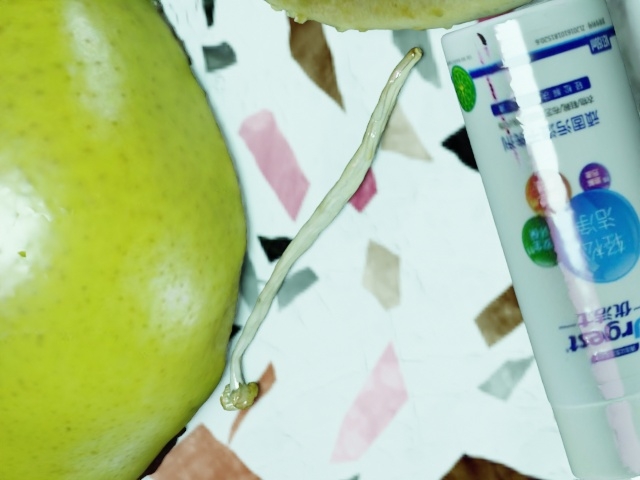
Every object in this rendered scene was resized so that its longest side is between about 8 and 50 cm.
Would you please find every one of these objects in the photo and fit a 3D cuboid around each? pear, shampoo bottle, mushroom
[{"bbox_3d":[-0.233,0.013,1.169,0.340,0.191,0.386,10,109,29],"label":"pear"},{"bbox_3d":[0.148,0.023,0.971,0.092,0.092,0.303,-13,95,33],"label":"shampoo bottle"},{"bbox_3d":[-0.005,-0.003,1.131,0.028,0.026,0.286,28,117,3],"label":"mushroom"}]

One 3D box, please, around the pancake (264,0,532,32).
[{"bbox_3d":[0.016,-0.297,0.998,0.382,0.071,0.382,10,110,28],"label":"pancake"}]
